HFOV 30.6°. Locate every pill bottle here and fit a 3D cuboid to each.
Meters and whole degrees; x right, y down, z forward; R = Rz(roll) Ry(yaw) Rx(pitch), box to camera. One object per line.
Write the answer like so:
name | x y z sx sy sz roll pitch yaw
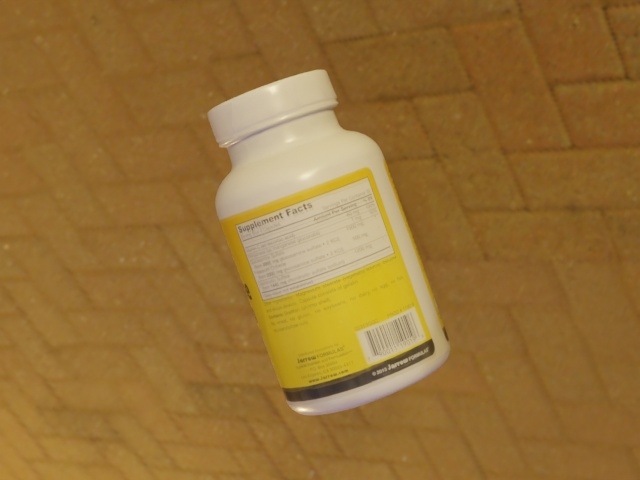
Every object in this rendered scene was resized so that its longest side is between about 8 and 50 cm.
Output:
pill bottle | 0.000 0.000 0.682 0.103 0.103 0.184 -17 93 47
